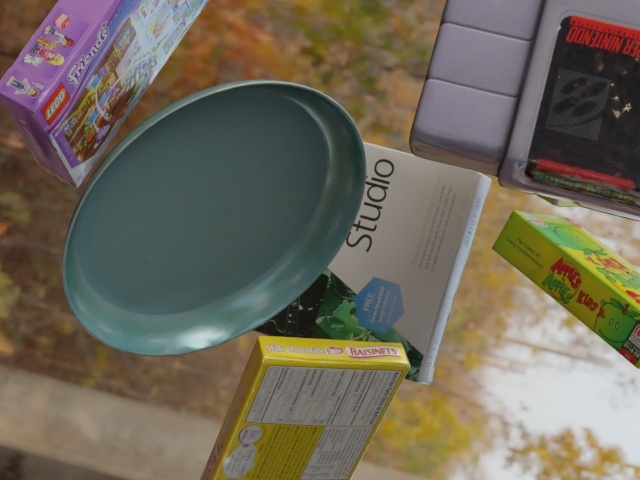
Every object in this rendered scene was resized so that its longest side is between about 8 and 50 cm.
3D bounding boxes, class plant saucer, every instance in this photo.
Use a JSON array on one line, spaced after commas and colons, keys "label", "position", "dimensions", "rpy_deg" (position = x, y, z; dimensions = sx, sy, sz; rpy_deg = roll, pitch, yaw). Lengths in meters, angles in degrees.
[{"label": "plant saucer", "position": [-0.102, -0.025, 1.450], "dimensions": [0.044, 0.317, 0.317], "rpy_deg": [51, -38, 40]}]

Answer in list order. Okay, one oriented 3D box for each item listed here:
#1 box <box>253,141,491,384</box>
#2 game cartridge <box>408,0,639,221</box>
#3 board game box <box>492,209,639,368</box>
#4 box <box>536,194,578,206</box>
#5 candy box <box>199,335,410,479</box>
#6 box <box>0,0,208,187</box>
[{"label": "box", "position": [0.000, 0.000, 1.672], "dimensions": [0.058, 0.322, 0.232], "rpy_deg": [21, 85, -67]}, {"label": "game cartridge", "position": [0.249, -0.110, 0.907], "dimensions": [0.068, 0.355, 0.230], "rpy_deg": [89, 16, -68]}, {"label": "board game box", "position": [0.244, 0.042, 1.330], "dimensions": [0.092, 0.181, 0.043], "rpy_deg": [7, 118, -48]}, {"label": "box", "position": [0.315, -0.149, 1.441], "dimensions": [0.117, 0.243, 0.213], "rpy_deg": [-137, -133, -67]}, {"label": "candy box", "position": [-0.020, 0.142, 1.075], "dimensions": [0.206, 0.105, 0.027], "rpy_deg": [114, -30, -42]}, {"label": "box", "position": [-0.231, -0.224, 1.700], "dimensions": [0.293, 0.057, 0.201], "rpy_deg": [-58, 165, -16]}]
